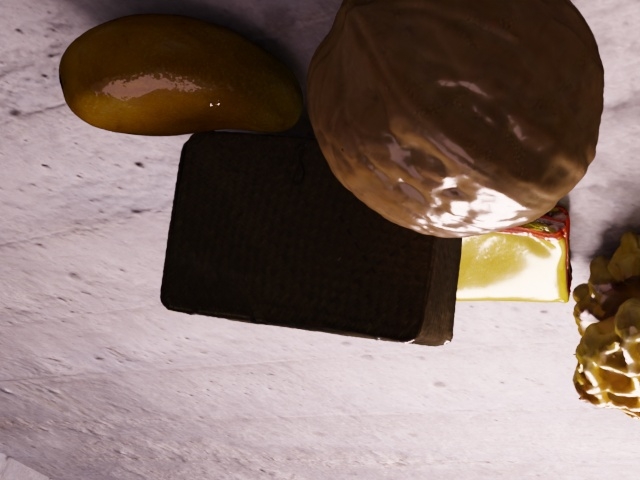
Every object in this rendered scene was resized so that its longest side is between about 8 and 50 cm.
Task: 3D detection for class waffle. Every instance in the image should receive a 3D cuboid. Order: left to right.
[{"bbox_3d":[0.421,0.120,1.078,0.324,0.151,0.261,26,146,-14],"label":"waffle"}]

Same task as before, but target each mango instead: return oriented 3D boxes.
[{"bbox_3d":[-0.128,-0.148,0.937,0.227,0.099,0.136,7,150,-2],"label":"mango"}]

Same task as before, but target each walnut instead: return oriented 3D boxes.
[{"bbox_3d":[0.101,-0.112,0.776,0.228,0.228,0.228,12,151,7],"label":"walnut"}]

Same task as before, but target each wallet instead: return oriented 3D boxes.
[{"bbox_3d":[0.152,0.007,1.105,0.241,0.067,0.141,2,143,16],"label":"wallet"}]

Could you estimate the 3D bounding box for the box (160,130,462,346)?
[{"bbox_3d":[-0.001,0.000,1.006,0.273,0.184,0.143,6,175,20],"label":"box"}]
